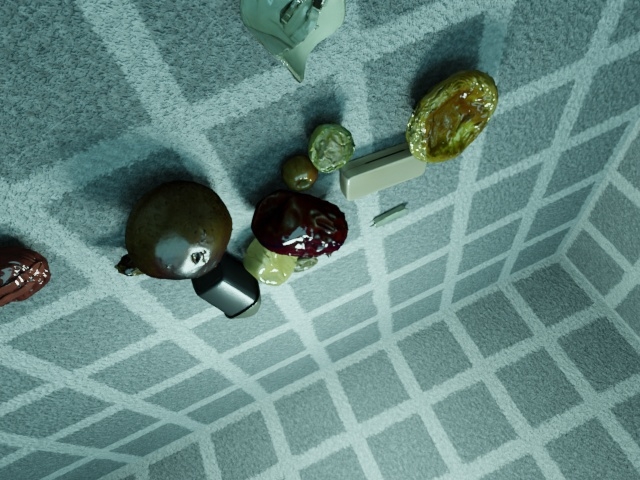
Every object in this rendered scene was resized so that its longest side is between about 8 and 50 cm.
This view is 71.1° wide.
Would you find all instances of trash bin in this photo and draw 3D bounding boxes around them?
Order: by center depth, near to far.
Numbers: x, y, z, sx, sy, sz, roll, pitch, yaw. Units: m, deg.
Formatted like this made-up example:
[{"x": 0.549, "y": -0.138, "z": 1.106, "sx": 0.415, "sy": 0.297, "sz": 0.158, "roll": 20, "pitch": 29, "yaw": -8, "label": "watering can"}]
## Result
[{"x": -0.356, "y": 0.172, "z": 1.737, "sx": 0.182, "sy": 0.209, "sz": 0.290, "roll": -32, "pitch": 142, "yaw": 9, "label": "trash bin"}]

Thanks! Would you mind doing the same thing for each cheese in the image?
[{"x": -0.185, "y": 0.065, "z": 1.758, "sx": 0.226, "sy": 0.117, "sz": 0.214, "roll": 30, "pitch": 92, "yaw": -49, "label": "cheese"}]

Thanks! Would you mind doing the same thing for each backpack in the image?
[{"x": -0.898, "y": 0.103, "z": 1.286, "sx": 0.229, "sy": 0.138, "sz": 0.229, "roll": -19, "pitch": 148, "yaw": -13, "label": "backpack"}]

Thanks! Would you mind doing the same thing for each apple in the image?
[{"x": -0.066, "y": -0.220, "z": 1.485, "sx": 0.126, "sy": 0.102, "sz": 0.126, "roll": -18, "pitch": 147, "yaw": -13, "label": "apple"}]

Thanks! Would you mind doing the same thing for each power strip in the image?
[{"x": 0.302, "y": -0.104, "z": 1.994, "sx": 0.191, "sy": 0.030, "sz": 0.047, "roll": -26, "pitch": 149, "yaw": -3, "label": "power strip"}]

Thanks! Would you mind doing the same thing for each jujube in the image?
[{"x": -0.067, "y": -0.057, "z": 1.586, "sx": 0.377, "sy": 0.258, "sz": 0.258, "roll": 1, "pitch": 139, "yaw": -48, "label": "jujube"}]

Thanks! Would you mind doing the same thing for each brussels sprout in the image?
[{"x": 0.024, "y": -0.299, "z": 1.426, "sx": 0.152, "sy": 0.122, "sz": 0.149, "roll": -26, "pitch": 113, "yaw": -11, "label": "brussels sprout"}]

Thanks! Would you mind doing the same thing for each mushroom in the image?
[{"x": -0.447, "y": -0.025, "z": 1.405, "sx": 0.331, "sy": 0.356, "sz": 0.334, "roll": 0, "pitch": 101, "yaw": -32, "label": "mushroom"}]

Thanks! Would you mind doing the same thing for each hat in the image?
[{"x": -0.062, "y": -0.528, "z": 1.046, "sx": 0.257, "sy": 0.168, "sz": 0.301, "roll": -51, "pitch": 170, "yaw": 1, "label": "hat"}]

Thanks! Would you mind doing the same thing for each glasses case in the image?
[{"x": 0.236, "y": -0.264, "z": 1.674, "sx": 0.337, "sy": 0.076, "sz": 0.144, "roll": -20, "pitch": 148, "yaw": -12, "label": "glasses case"}]

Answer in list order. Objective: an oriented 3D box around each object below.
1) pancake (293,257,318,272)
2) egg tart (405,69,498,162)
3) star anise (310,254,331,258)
[{"x": -0.087, "y": 0.106, "z": 1.979, "sx": 0.158, "sy": 0.028, "sz": 0.158, "roll": -12, "pitch": 159, "yaw": -5, "label": "pancake"}, {"x": 0.431, "y": -0.427, "z": 1.523, "sx": 0.352, "sy": 0.150, "sz": 0.352, "roll": -18, "pitch": 141, "yaw": -15, "label": "egg tart"}, {"x": 0.001, "y": 0.000, "z": 1.854, "sx": 0.236, "sy": 0.109, "sz": 0.223, "roll": 12, "pitch": 127, "yaw": -43, "label": "star anise"}]
